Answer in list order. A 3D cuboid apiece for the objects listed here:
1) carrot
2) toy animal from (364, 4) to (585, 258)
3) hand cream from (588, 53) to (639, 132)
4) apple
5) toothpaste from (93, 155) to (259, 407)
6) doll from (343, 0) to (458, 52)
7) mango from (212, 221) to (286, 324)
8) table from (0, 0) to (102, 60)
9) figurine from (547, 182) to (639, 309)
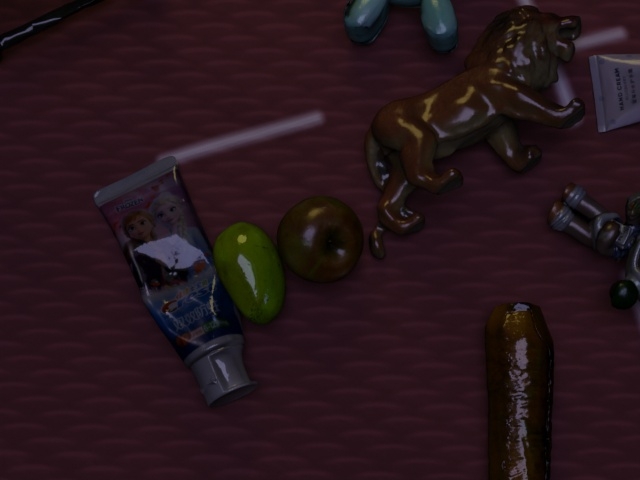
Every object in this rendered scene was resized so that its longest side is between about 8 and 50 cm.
[{"bbox_3d":[0.194,0.193,1.439,0.070,0.070,0.260,3,79,2],"label":"carrot"},{"bbox_3d":[0.151,-0.131,1.502,0.312,0.097,0.157,-30,67,-2],"label":"toy animal"},{"bbox_3d":[0.356,-0.164,1.519,0.142,0.053,0.084,-7,79,11],"label":"hand cream"},{"bbox_3d":[0.000,0.000,1.475,0.089,0.074,0.090,2,83,-21],"label":"apple"},{"bbox_3d":[-0.143,0.042,1.490,0.096,0.061,0.266,-25,73,-3],"label":"toothpaste"},{"bbox_3d":[0.109,-0.278,1.535,0.159,0.059,0.159,1,73,11],"label":"doll"},{"bbox_3d":[-0.069,0.034,1.476,0.056,0.073,0.108,-24,73,36],"label":"mango"},{"bbox_3d":[-0.336,-0.405,1.468,0.222,0.272,0.335,-28,79,-5],"label":"table"},{"bbox_3d":[0.325,0.006,1.459,0.197,0.093,0.147,35,71,9],"label":"figurine"}]
